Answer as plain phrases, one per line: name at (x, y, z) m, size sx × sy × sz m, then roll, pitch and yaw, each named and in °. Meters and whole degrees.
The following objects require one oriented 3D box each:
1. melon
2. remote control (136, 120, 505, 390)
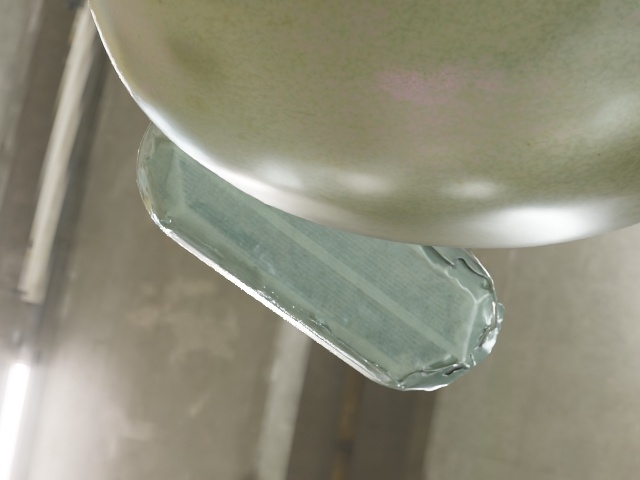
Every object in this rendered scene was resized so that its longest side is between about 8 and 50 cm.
melon at (0.071, -0.128, 0.660) m, size 0.330 × 0.268 × 0.269 m, roll -6°, pitch -112°, yaw 10°
remote control at (0.000, 0.000, 1.013) m, size 0.104 × 0.247 × 0.052 m, roll -55°, pitch -170°, yaw -2°
